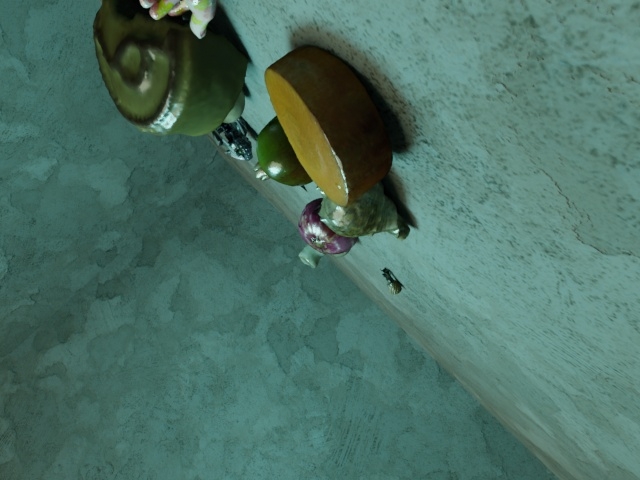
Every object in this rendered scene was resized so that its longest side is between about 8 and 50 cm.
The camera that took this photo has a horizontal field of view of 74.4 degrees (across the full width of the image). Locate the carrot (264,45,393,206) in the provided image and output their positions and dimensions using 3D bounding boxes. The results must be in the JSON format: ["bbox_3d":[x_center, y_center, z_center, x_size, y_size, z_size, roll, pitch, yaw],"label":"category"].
[{"bbox_3d":[0.000,-0.208,0.765,0.307,0.100,0.258,52,164,29],"label":"carrot"}]

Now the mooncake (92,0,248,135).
[{"bbox_3d":[-0.379,-0.462,1.057,0.394,0.246,0.393,-8,94,41],"label":"mooncake"}]

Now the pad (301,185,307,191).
[{"bbox_3d":[-0.120,-0.280,1.742,0.127,0.004,0.190,43,173,29],"label":"pad"}]

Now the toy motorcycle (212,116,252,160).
[{"bbox_3d":[-0.381,-0.453,1.740,0.327,0.143,0.188,53,175,2],"label":"toy motorcycle"}]

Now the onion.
[{"bbox_3d":[0.032,-0.053,1.428,0.207,0.200,0.200,58,176,9],"label":"onion"}]

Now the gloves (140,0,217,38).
[{"bbox_3d":[-0.254,-0.478,0.786,0.145,0.126,0.241,21,-176,-30],"label":"gloves"}]

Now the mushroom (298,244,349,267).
[{"bbox_3d":[0.000,0.000,1.729,0.243,0.243,0.243,45,174,6],"label":"mushroom"}]

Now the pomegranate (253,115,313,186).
[{"bbox_3d":[-0.085,-0.206,1.006,0.180,0.209,0.180,31,-133,-42],"label":"pomegranate"}]

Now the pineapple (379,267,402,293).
[{"bbox_3d":[0.286,0.158,1.708,0.124,0.058,0.058,63,168,-22],"label":"pineapple"}]

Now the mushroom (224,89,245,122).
[{"bbox_3d":[-0.336,-0.431,1.279,0.204,0.204,0.204,45,174,6],"label":"mushroom"}]

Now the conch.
[{"bbox_3d":[0.075,-0.080,0.976,0.291,0.159,0.210,48,173,-26],"label":"conch"}]
